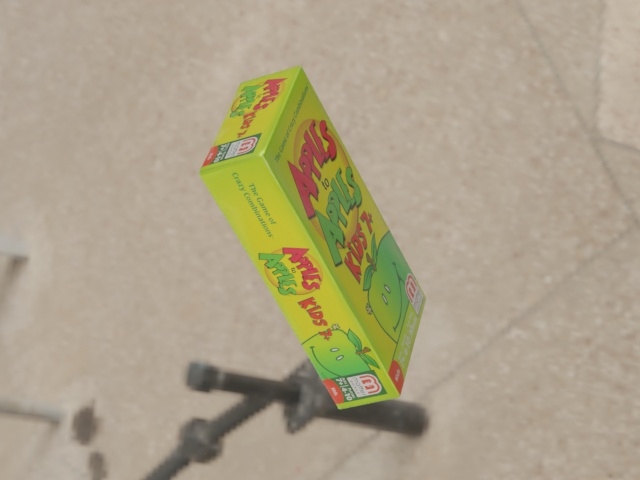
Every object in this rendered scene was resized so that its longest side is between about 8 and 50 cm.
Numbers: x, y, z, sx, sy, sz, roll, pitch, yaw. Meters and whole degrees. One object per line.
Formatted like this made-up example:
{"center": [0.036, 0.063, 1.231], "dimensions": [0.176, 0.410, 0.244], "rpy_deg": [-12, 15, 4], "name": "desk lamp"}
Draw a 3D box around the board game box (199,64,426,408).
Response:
{"center": [0.000, 0.000, 0.996], "dimensions": [0.043, 0.181, 0.092], "rpy_deg": [-14, 33, 26], "name": "board game box"}
